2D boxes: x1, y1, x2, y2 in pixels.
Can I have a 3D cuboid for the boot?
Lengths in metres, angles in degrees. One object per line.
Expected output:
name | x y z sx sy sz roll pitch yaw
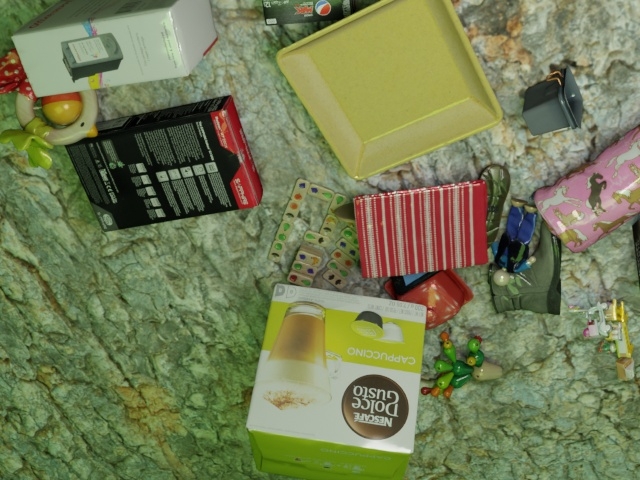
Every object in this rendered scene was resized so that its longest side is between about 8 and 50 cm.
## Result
boot | 0.445 0.065 1.741 0.161 0.083 0.246 1 120 17

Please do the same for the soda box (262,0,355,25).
soda box | -0.021 -0.442 1.484 0.169 0.060 0.053 -1 124 9

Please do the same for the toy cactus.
toy cactus | 0.348 0.305 1.913 0.181 0.112 0.219 9 123 -21

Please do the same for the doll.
doll | 0.408 0.008 1.690 0.046 0.129 0.189 -1 111 -38

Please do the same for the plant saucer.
plant saucer | 0.136 -0.309 1.518 0.333 0.081 0.332 -21 126 20

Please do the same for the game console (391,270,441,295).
game console | 0.191 0.030 1.752 0.144 0.124 0.085 -35 138 27

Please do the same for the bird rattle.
bird rattle | -0.559 -0.277 1.619 0.207 0.253 0.143 -9 166 -10

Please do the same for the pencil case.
pencil case | 0.601 -0.138 1.522 0.386 0.167 0.160 -38 147 27

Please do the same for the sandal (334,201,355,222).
sandal | 0.154 -0.041 1.705 0.240 0.088 0.079 -9 122 5

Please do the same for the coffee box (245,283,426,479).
coffee box | 0.040 0.337 1.757 0.338 0.334 0.338 8 150 4

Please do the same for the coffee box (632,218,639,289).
coffee box | 0.693 0.019 1.522 0.119 0.297 0.168 -6 80 11

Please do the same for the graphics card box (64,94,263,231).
graphics card box | -0.330 -0.158 1.696 0.371 0.094 0.232 -10 120 13

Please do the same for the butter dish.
butter dish | 0.245 0.139 1.792 0.160 0.118 0.160 -34 113 26

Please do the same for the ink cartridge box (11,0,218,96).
ink cartridge box | -0.371 -0.380 1.478 0.306 0.226 0.131 -6 121 13

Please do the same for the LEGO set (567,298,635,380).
LEGO set | 0.633 0.209 1.792 0.107 0.132 0.287 -5 147 31

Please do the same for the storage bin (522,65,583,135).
storage bin | 0.434 -0.261 1.499 0.091 0.135 0.098 -18 119 30

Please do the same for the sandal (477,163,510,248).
sandal | 0.339 -0.063 1.687 0.090 0.060 0.219 11 110 -6

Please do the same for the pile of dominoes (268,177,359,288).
pile of dominoes | 0.000 0.000 1.783 0.196 0.040 0.251 20 124 -4

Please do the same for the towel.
towel | 0.213 -0.022 1.649 0.275 0.031 0.198 -7 116 2
